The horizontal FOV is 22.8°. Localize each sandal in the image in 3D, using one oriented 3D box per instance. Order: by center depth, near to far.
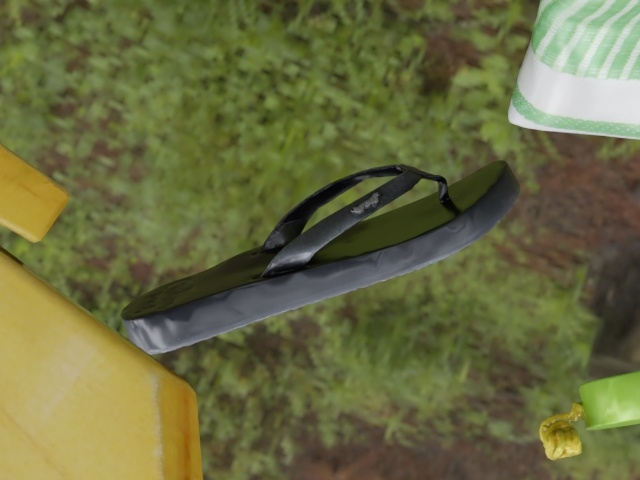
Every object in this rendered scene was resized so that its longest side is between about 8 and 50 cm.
[{"bbox_3d":[0.000,0.000,0.948,0.097,0.255,0.054,-129,19,-77],"label":"sandal"}]

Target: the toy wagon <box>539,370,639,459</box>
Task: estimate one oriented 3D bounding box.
[{"bbox_3d":[0.301,0.073,0.960,0.344,0.068,0.267,-9,169,5],"label":"toy wagon"}]

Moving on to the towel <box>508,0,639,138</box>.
[{"bbox_3d":[0.208,-0.094,0.467,0.248,0.038,0.325,6,161,-8],"label":"towel"}]

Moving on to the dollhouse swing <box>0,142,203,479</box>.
[{"bbox_3d":[-0.191,0.124,0.604,0.305,0.347,0.315,33,176,14],"label":"dollhouse swing"}]
